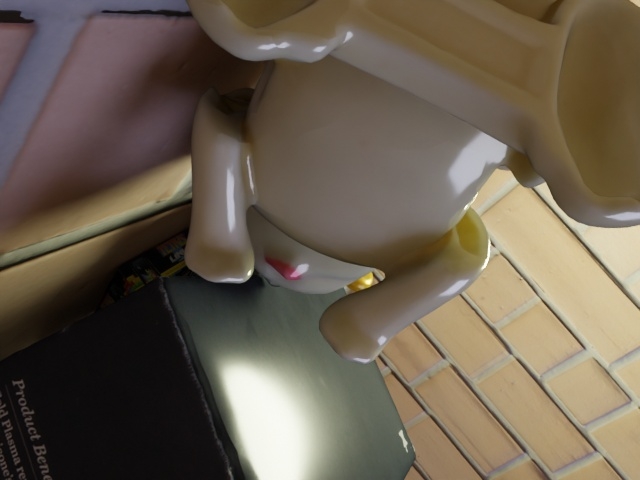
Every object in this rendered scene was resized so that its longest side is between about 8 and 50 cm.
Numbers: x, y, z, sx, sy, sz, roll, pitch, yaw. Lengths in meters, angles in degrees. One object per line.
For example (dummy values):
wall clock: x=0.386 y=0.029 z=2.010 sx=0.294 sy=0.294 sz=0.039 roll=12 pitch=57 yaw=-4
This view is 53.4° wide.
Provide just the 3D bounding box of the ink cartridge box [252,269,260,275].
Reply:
ink cartridge box: x=-0.083 y=-0.002 z=0.898 sx=0.078 sy=0.134 sz=0.231 roll=12 pitch=148 yaw=-21

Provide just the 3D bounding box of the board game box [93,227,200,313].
board game box: x=-0.220 y=0.049 z=0.885 sx=0.170 sy=0.048 sz=0.141 roll=-35 pitch=173 yaw=-44

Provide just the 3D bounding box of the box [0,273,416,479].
box: x=-0.191 y=0.260 z=0.722 sx=0.471 sy=0.298 sz=0.480 roll=-25 pitch=171 yaw=15

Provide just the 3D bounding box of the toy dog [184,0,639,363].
toy dog: x=0.026 y=-0.103 z=0.544 sx=0.408 sy=0.284 sz=0.396 roll=126 pitch=-21 yaw=-59

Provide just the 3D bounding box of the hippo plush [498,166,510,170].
hippo plush: x=0.169 y=-0.236 z=0.783 sx=0.237 sy=0.234 sz=0.294 roll=-61 pitch=150 yaw=-55

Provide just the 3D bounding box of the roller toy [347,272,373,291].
roller toy: x=0.000 y=0.000 z=1.164 sx=0.146 sy=0.191 sz=0.209 roll=-45 pitch=-148 yaw=27
